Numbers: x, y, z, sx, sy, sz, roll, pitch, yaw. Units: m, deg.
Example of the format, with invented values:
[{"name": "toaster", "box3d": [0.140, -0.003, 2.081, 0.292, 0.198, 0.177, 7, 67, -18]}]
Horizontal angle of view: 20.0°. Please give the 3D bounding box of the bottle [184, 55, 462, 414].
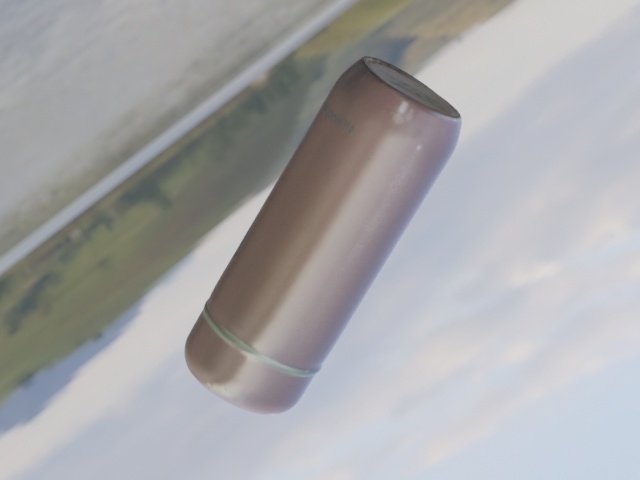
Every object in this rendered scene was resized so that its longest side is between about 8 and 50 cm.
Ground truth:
[{"name": "bottle", "box3d": [0.000, 0.000, 0.697, 0.140, 0.053, 0.053, -59, 180, 15]}]
